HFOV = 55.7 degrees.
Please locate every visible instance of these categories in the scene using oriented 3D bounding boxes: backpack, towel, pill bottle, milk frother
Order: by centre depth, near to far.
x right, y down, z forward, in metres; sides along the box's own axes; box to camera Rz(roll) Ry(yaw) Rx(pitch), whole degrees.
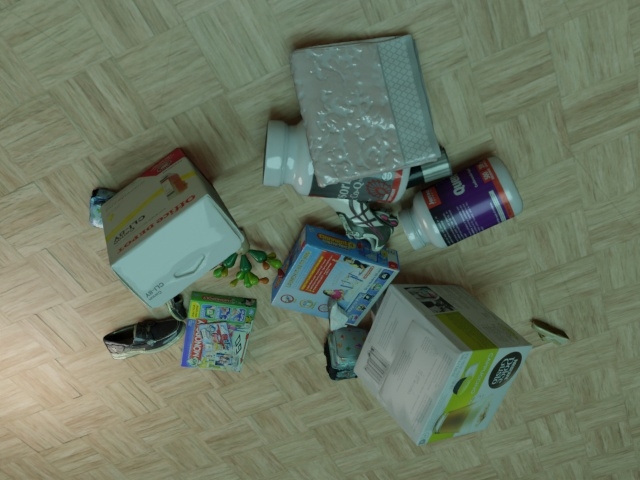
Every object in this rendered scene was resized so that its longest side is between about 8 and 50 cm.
[{"bbox_3d":[0.109,-0.319,1.463,0.317,0.053,0.331,-13,89,-8],"label":"towel"},{"bbox_3d":[0.037,-0.213,1.581,0.363,0.210,0.210,4,126,-8],"label":"pill bottle"},{"bbox_3d":[0.285,-0.202,1.654,0.135,0.143,0.129,-18,122,8],"label":"milk frother"},{"bbox_3d":[-0.587,-0.081,1.702,0.115,0.084,0.105,8,128,-14],"label":"backpack"},{"bbox_3d":[0.391,-0.095,1.719,0.323,0.181,0.181,-26,125,13],"label":"pill bottle"},{"bbox_3d":[0.118,0.381,2.063,0.189,0.165,0.144,4,132,-13],"label":"backpack"}]

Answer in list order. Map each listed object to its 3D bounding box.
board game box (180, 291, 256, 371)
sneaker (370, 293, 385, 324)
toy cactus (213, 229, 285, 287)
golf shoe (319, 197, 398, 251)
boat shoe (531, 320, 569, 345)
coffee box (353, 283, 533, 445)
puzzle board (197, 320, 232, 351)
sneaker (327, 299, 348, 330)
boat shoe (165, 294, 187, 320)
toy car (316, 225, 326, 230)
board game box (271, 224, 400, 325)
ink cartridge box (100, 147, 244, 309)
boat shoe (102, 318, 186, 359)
[{"bbox_3d":[-0.348,0.315,2.046,0.214,0.046,0.317,8,126,-12],"label":"board game box"},{"bbox_3d":[0.216,0.222,2.018,0.094,0.080,0.212,-17,134,-7],"label":"sneaker"},{"bbox_3d":[-0.223,0.054,1.835,0.219,0.112,0.180,-5,106,21],"label":"toy cactus"},{"bbox_3d":[0.098,-0.068,1.736,0.273,0.105,0.120,27,85,-22],"label":"golf shoe"},{"bbox_3d":[0.809,0.337,2.155,0.170,0.063,0.059,24,115,-22],"label":"boat shoe"},{"bbox_3d":[0.369,0.365,1.871,0.335,0.338,0.337,4,117,-37],"label":"coffee box"},{"bbox_3d":[-0.349,0.322,2.015,0.097,0.011,0.128,-6,126,-1],"label":"puzzle board"},{"bbox_3d":[0.054,0.228,1.896,0.061,0.053,0.152,-7,144,0],"label":"sneaker"},{"bbox_3d":[-0.464,0.198,1.940,0.049,0.056,0.152,-17,127,14],"label":"boat shoe"},{"bbox_3d":[0.000,0.000,1.849,0.060,0.040,0.122,-1,138,10],"label":"toy car"},{"bbox_3d":[0.039,0.117,1.875,0.302,0.086,0.308,17,134,-16],"label":"board game box"},{"bbox_3d":[-0.382,-0.046,1.519,0.279,0.384,0.160,-38,123,-3],"label":"ink cartridge box"},{"bbox_3d":[-0.583,0.313,1.990,0.286,0.102,0.092,-17,131,15],"label":"boat shoe"}]
